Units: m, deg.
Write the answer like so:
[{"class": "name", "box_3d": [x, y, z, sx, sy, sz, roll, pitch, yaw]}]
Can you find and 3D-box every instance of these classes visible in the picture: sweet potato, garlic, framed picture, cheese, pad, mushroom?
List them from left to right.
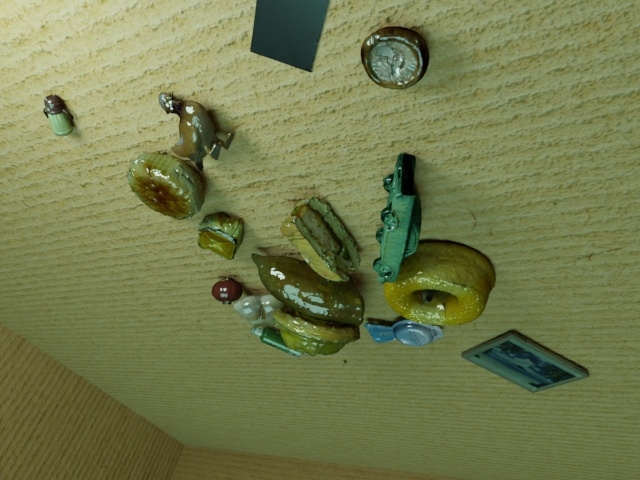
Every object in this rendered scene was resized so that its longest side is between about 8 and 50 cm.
[{"class": "garlic", "box_3d": [-0.196, 0.222, 1.566, 0.174, 0.099, 0.124, -11, 146, 4]}, {"class": "pad", "box_3d": [-0.056, -0.404, 0.847, 0.127, 0.004, 0.190, 19, 142, -2]}, {"class": "sweet potato", "box_3d": [-0.041, 0.139, 1.367, 0.369, 0.158, 0.158, 18, 141, -2]}, {"class": "mushroom", "box_3d": [0.131, -0.325, 0.832, 0.123, 0.052, 0.123, 17, 144, 13]}, {"class": "cheese", "box_3d": [0.270, 0.295, 1.513, 0.244, 0.052, 0.135, -8, 132, 29]}, {"class": "framed picture", "box_3d": [0.653, 0.397, 1.512, 0.314, 0.024, 0.232, 28, 141, -12]}]

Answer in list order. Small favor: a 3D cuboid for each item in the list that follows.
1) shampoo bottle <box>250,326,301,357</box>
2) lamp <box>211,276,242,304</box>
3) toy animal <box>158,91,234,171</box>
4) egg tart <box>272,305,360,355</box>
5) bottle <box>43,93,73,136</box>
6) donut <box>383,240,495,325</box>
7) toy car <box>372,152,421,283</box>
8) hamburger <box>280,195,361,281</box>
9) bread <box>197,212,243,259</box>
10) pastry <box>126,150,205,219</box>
[{"class": "shampoo bottle", "box_3d": [-0.164, 0.370, 1.756, 0.204, 0.065, 0.065, 25, 140, -9]}, {"class": "lamp", "box_3d": [-0.306, 0.165, 1.545, 0.101, 0.090, 0.101, 0, 172, 0]}, {"class": "toy animal", "box_3d": [-0.297, -0.241, 1.073, 0.179, 0.089, 0.188, 32, 140, 3]}, {"class": "egg tart", "box_3d": [-0.014, 0.283, 1.453, 0.290, 0.116, 0.290, 10, -177, 0]}, {"class": "bottle", "box_3d": [-0.640, -0.308, 1.148, 0.063, 0.047, 0.101, -14, 140, -19]}, {"class": "donut", "box_3d": [0.309, 0.130, 1.259, 0.302, 0.110, 0.303, 11, 142, 9]}, {"class": "toy car", "box_3d": [0.181, -0.034, 1.088, 0.097, 0.142, 0.321, 6, 140, 5]}, {"class": "hamburger", "box_3d": [0.000, 0.000, 1.225, 0.130, 0.124, 0.262, 0, 137, 48]}, {"class": "bread", "box_3d": [-0.286, -0.015, 1.339, 0.127, 0.069, 0.140, 20, 144, -2]}, {"class": "pastry", "box_3d": [-0.392, -0.139, 1.213, 0.192, 0.093, 0.182, 17, 142, 7]}]
